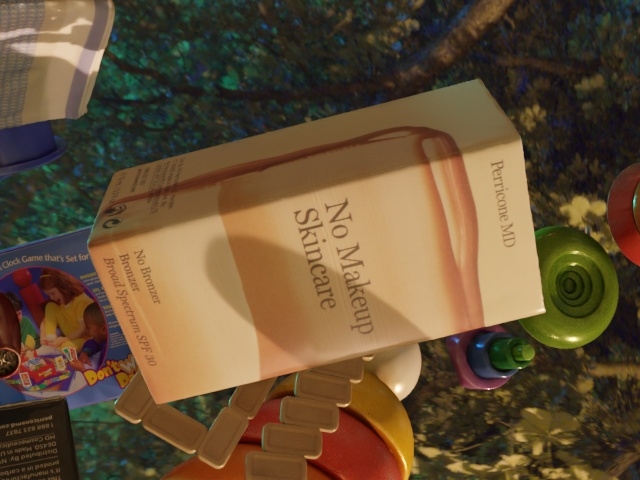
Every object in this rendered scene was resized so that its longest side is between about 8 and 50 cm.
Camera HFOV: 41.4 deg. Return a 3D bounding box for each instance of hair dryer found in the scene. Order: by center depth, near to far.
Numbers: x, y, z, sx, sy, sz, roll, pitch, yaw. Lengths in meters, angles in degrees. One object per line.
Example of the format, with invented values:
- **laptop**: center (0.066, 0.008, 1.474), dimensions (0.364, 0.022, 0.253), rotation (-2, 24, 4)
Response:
- **hair dryer**: center (-0.454, 0.141, 0.997), dimensions (0.293, 0.080, 0.224), rotation (-10, -146, 27)

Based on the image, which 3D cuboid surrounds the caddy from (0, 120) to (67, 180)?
- **caddy**: center (-0.512, -0.136, 1.114), dimensions (0.241, 0.341, 0.179), rotation (29, -52, 55)

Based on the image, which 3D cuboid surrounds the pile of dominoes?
- **pile of dominoes**: center (-0.060, 0.128, 0.865), dimensions (0.196, 0.040, 0.251), rotation (30, -127, 3)

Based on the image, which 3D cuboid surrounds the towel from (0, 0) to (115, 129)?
- **towel**: center (-0.369, -0.177, 0.911), dimensions (0.034, 0.285, 0.209), rotation (62, -36, 16)

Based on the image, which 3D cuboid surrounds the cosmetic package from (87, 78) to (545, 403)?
- **cosmetic package**: center (0.000, 0.000, 0.633), dimensions (0.296, 0.153, 0.129), rotation (-15, -152, 4)

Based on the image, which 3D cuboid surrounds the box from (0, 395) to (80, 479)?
- **box**: center (-0.360, 0.429, 0.949), dimensions (0.212, 0.293, 0.395), rotation (-8, -126, -21)

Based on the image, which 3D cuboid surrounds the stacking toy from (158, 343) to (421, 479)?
- **stacking toy**: center (0.009, 0.272, 1.073), dimensions (0.350, 0.351, 0.480), rotation (16, -132, 23)

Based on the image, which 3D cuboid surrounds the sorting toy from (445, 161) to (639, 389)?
- **sorting toy**: center (0.287, 0.028, 0.832), dimensions (0.365, 0.126, 0.127), rotation (-33, -86, -21)

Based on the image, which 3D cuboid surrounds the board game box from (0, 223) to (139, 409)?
- **board game box**: center (-0.300, 0.096, 1.161), dimensions (0.347, 0.078, 0.233), rotation (-14, -83, 9)
